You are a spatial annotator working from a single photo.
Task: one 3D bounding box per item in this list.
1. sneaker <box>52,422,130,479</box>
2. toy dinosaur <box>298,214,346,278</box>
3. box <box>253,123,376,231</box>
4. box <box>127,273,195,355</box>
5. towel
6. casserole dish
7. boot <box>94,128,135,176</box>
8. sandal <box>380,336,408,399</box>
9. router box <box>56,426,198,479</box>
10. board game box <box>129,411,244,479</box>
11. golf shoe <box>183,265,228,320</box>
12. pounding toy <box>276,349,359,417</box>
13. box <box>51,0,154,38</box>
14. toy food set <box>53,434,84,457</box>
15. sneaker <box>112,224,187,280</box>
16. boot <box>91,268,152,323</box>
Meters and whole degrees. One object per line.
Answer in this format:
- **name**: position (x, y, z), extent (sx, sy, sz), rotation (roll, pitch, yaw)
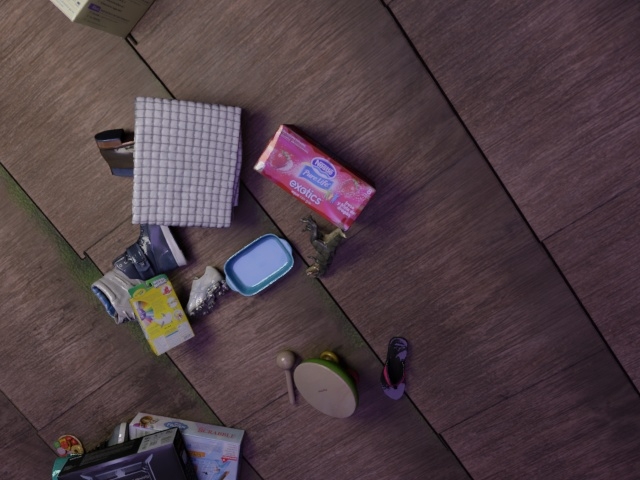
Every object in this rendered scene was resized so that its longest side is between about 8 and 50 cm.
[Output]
- **sneaker**: position (-0.661, 0.635, 1.344), extent (0.179, 0.123, 0.295), rotation (16, 108, -20)
- **toy dinosaur**: position (0.000, 0.000, 1.108), extent (0.064, 0.268, 0.118), rotation (-32, 76, -24)
- **box**: position (-0.008, -0.149, 1.081), extent (0.257, 0.128, 0.122), rotation (35, 105, -3)
- **box**: position (-0.401, 0.183, 1.171), extent (0.105, 0.043, 0.179), rotation (-26, 100, -33)
- **towel**: position (-0.305, -0.174, 1.070), extent (0.235, 0.121, 0.283), rotation (0, 105, -24)
- **casserole dish**: position (-0.155, 0.059, 1.190), extent (0.189, 0.037, 0.114), rotation (-35, 99, 6)
- **boot**: position (-0.424, -0.215, 1.147), extent (0.220, 0.082, 0.106), rotation (-1, 129, -2)
- **sandal**: position (0.195, 0.342, 1.234), extent (0.067, 0.040, 0.179), rotation (4, 105, 4)
- **router box**: position (-0.503, 0.668, 1.268), extent (0.309, 0.081, 0.242), rotation (-15, 103, -3)
- **board game box**: position (-0.395, 0.678, 1.366), extent (0.319, 0.066, 0.317), rotation (9, 105, 3)
- **golf shoe**: position (-0.312, 0.139, 1.231), extent (0.176, 0.069, 0.086), rotation (-45, 64, 21)
- **pounding toy**: position (0.013, 0.356, 1.240), extent (0.237, 0.110, 0.182), rotation (1, 119, 35)
- **box**: position (-0.426, -0.567, 0.968), extent (0.243, 0.213, 0.117), rotation (-43, 97, 14)
- **toy food set**: position (-0.757, 0.623, 1.411), extent (0.083, 0.020, 0.083), rotation (-24, 101, 11)
- **sneaker**: position (-0.451, -0.009, 1.158), extent (0.164, 0.086, 0.226), rotation (-24, 102, -13)
- **boot**: position (-0.469, 0.185, 1.204), extent (0.258, 0.123, 0.095), rotation (49, 132, -3)
